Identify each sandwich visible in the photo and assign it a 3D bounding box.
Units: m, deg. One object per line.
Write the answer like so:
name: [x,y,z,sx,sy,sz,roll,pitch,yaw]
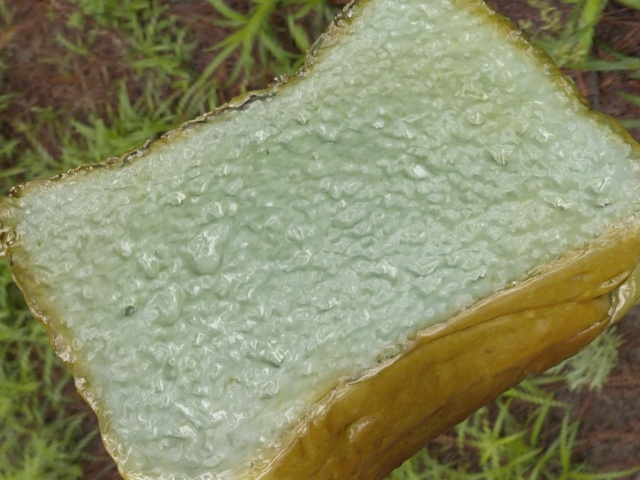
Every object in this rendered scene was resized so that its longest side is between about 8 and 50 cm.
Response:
sandwich: [0.000,0.000,0.450,0.186,0.215,0.065,53,171,40]
